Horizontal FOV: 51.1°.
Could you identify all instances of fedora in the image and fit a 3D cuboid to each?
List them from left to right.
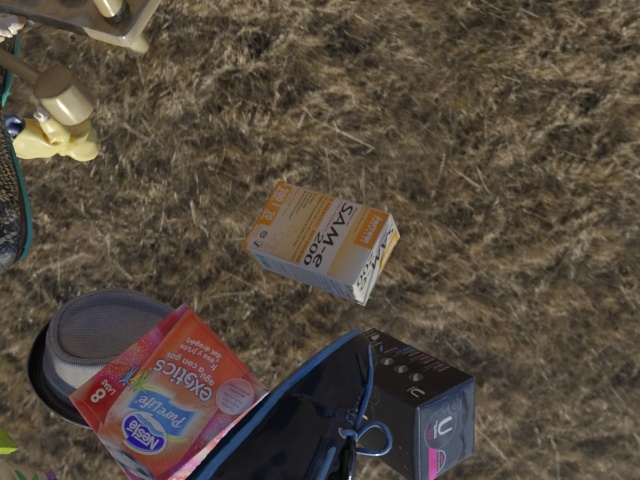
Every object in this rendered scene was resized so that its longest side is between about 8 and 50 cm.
[{"bbox_3d":[-0.298,0.157,1.013,0.275,0.244,0.124,5,139,-15],"label":"fedora"}]

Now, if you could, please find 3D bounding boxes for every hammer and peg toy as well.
[{"bbox_3d":[-0.336,-0.354,0.911,0.265,0.127,0.362,20,71,17],"label":"hammer and peg toy"}]

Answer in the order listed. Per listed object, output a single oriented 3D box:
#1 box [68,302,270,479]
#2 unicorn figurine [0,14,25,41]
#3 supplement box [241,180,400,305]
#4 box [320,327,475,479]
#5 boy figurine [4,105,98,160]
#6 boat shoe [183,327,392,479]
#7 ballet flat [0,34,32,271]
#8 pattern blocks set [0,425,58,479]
[{"bbox_3d":[-0.138,0.228,0.763,0.154,0.142,0.300,-40,152,-19],"label":"box"},{"bbox_3d":[-0.226,-0.177,0.391,0.111,0.162,0.060,29,117,-38],"label":"unicorn figurine"},{"bbox_3d":[0.000,0.000,0.493,0.062,0.098,0.036,-62,151,-20],"label":"supplement box"},{"bbox_3d":[0.136,0.294,1.229,0.143,0.270,0.165,-17,112,-33],"label":"box"},{"bbox_3d":[-0.583,-0.223,1.365,0.285,0.092,0.177,2,160,-43],"label":"boy figurine"},{"bbox_3d":[-0.019,0.153,0.473,0.089,0.258,0.109,47,127,4],"label":"boat shoe"},{"bbox_3d":[-0.533,-0.172,0.986,0.181,0.483,0.164,11,140,-39],"label":"ballet flat"},{"bbox_3d":[-0.405,0.388,0.949,0.026,0.325,0.286,-30,82,-11],"label":"pattern blocks set"}]
